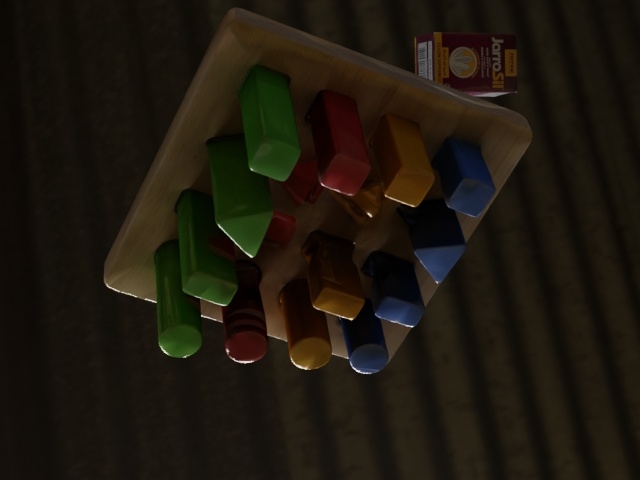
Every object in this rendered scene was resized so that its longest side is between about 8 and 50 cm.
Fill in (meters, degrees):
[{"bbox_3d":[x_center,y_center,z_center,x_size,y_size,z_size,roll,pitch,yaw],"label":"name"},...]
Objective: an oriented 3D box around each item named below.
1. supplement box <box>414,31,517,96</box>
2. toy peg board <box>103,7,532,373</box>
[{"bbox_3d":[0.129,-0.156,1.280,0.083,0.043,0.055,-3,-88,-21],"label":"supplement box"},{"bbox_3d":[0.000,0.000,0.679,0.160,0.161,0.079,18,-148,-20],"label":"toy peg board"}]
